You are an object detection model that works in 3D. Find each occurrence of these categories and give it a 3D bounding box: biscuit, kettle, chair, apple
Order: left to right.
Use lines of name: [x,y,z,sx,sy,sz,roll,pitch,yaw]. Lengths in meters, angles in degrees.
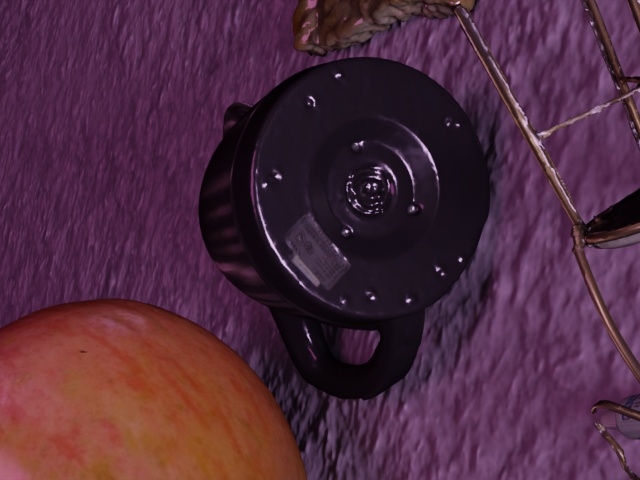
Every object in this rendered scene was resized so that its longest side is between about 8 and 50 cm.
apple: [-0.179,0.236,1.234,0.364,0.364,0.364,-24,61,53]
kettle: [0.003,-0.017,1.211,0.207,0.251,0.271,-54,18,-18]
biscuit: [0.054,-0.272,1.311,0.273,0.036,0.187,-11,71,57]
chair: [0.216,-0.028,0.873,0.160,0.170,0.325,-19,97,50]

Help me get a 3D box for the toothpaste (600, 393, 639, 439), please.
toothpaste: [0.245,0.105,0.893,0.048,0.029,0.197,-43,14,-31]
